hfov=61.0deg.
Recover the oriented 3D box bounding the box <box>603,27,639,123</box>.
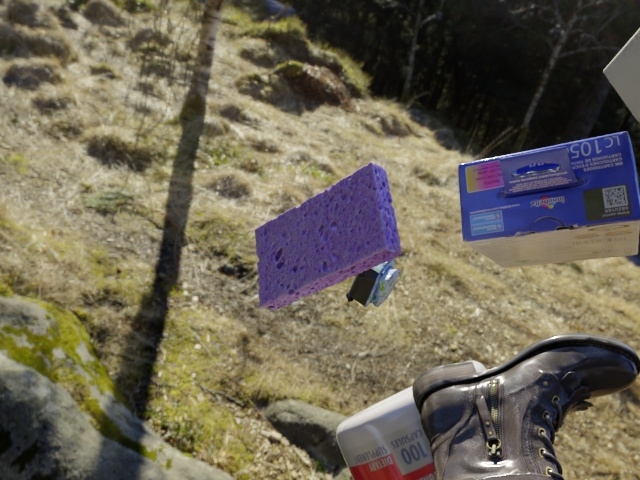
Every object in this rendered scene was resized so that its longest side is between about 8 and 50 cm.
[{"bbox_3d":[0.518,-0.279,0.648,0.147,0.311,0.121,-2,57,-19],"label":"box"}]

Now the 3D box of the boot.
[{"bbox_3d":[0.210,0.211,0.515,0.262,0.091,0.229,-16,31,10],"label":"boot"}]

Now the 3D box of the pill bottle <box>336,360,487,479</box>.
[{"bbox_3d":[0.202,0.384,0.693,0.228,0.229,0.408,-11,68,-42],"label":"pill bottle"}]

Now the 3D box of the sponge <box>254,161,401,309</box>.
[{"bbox_3d":[0.000,0.000,0.668,0.031,0.210,0.117,22,52,-42],"label":"sponge"}]

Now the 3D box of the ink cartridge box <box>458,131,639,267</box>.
[{"bbox_3d":[0.413,-0.058,0.967,0.269,0.151,0.395,-8,-13,28],"label":"ink cartridge box"}]

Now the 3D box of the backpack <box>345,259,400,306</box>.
[{"bbox_3d":[0.123,0.083,1.187,0.084,0.105,0.114,28,38,15],"label":"backpack"}]
